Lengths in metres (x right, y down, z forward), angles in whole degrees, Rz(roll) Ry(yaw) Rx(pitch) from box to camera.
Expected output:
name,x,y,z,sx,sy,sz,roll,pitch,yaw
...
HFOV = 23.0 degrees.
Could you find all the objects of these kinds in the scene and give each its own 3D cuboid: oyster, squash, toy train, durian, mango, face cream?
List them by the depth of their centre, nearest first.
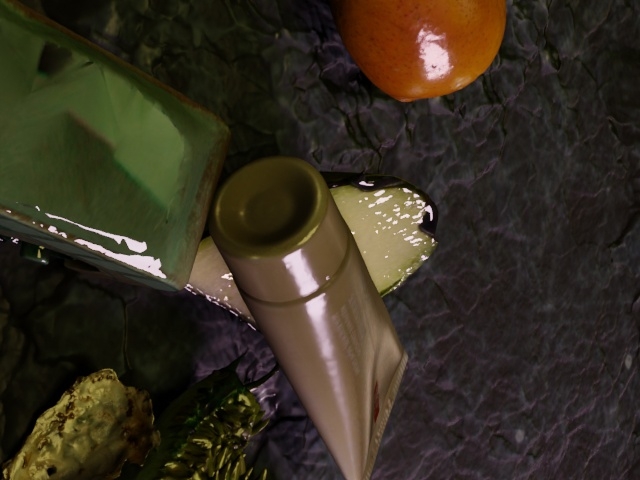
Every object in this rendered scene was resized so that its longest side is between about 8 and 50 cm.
name,x,y,z,sx,sy,sz,roll,pitch,yaw
toy train,-0.175,-0.062,0.931,0.326,0.159,0.129,28,78,-50
oyster,-0.170,0.143,1.061,0.132,0.086,0.029,-24,155,-9
durian,-0.106,0.198,1.078,0.106,0.132,0.375,56,39,-11
face cream,0.008,0.065,1.138,0.341,0.084,0.137,64,39,-54
squash,-0.008,-0.018,1.178,0.192,0.184,0.085,33,32,-50
mango,0.061,-0.228,1.205,0.154,0.126,0.252,-54,134,-44
